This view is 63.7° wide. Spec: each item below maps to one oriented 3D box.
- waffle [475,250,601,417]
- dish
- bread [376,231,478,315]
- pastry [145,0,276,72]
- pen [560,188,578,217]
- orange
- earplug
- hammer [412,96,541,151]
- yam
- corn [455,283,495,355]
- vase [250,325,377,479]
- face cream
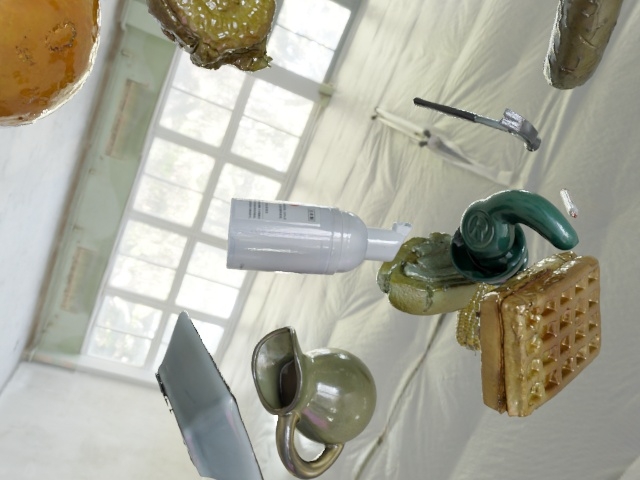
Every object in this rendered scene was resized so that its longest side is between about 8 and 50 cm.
[{"bbox_3d":[0.406,0.158,0.937,0.098,0.327,0.224,5,-74,46],"label":"waffle"},{"bbox_3d":[-0.169,0.233,0.723,0.243,0.080,0.182,36,-36,56],"label":"dish"},{"bbox_3d":[0.262,0.087,1.254,0.186,0.257,0.124,59,-32,32],"label":"bread"},{"bbox_3d":[-0.194,-0.438,0.935,0.132,0.240,0.235,-18,-98,62],"label":"pastry"},{"bbox_3d":[0.621,-0.091,1.287,0.026,0.026,0.218,-63,173,27],"label":"pen"},{"bbox_3d":[-0.350,-0.237,0.517,0.246,0.246,0.246,-161,-90,-74],"label":"orange"},{"bbox_3d":[0.398,0.002,1.094,0.257,0.280,0.164,-15,-120,25],"label":"earplug"},{"bbox_3d":[0.259,-0.219,0.903,0.246,0.103,0.029,30,-85,37],"label":"hammer"},{"bbox_3d":[0.284,-0.296,0.511,0.317,0.067,0.071,78,-14,-52],"label":"yam"},{"bbox_3d":[0.456,0.179,1.507,0.101,0.101,0.310,168,-66,-71],"label":"corn"},{"bbox_3d":[-0.022,0.408,1.267,0.240,0.302,0.329,-21,-130,40],"label":"vase"},{"bbox_3d":[0.000,0.000,1.036,0.145,0.369,0.145,-175,-90,-80],"label":"face cream"}]
